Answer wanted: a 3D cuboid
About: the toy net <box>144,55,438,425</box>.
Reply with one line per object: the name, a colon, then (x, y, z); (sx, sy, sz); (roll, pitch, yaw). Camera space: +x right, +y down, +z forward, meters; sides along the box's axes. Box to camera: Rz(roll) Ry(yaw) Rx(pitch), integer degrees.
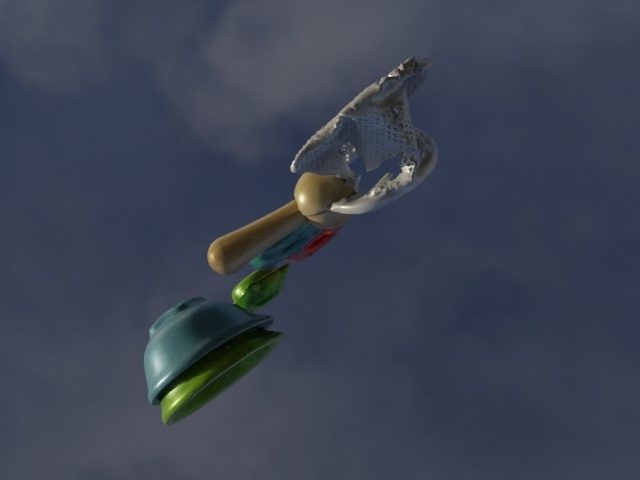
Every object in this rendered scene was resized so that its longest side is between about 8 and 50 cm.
toy net: (0.000, 0.000, 0.670); (0.122, 0.232, 0.045); (-25, -105, -46)
